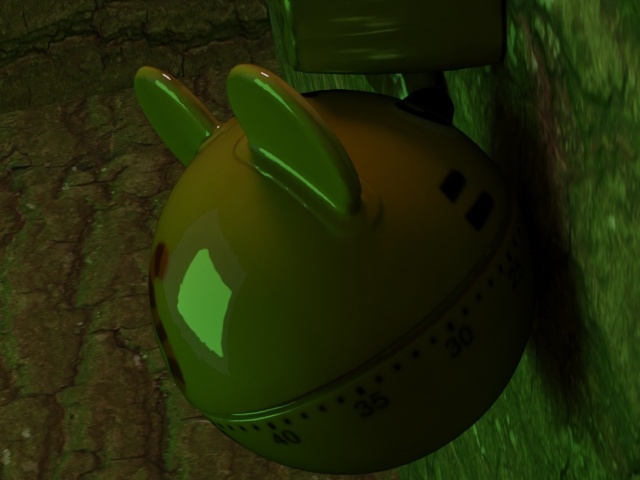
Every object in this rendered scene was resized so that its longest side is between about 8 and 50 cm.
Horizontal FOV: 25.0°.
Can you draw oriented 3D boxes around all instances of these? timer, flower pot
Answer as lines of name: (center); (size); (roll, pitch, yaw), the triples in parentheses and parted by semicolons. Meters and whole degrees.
timer: (0.000, 0.000, 1.244); (0.387, 0.376, 0.376); (56, -177, -18)
flower pot: (0.048, -0.225, 1.231); (0.195, 0.179, 0.195); (166, 90, -85)

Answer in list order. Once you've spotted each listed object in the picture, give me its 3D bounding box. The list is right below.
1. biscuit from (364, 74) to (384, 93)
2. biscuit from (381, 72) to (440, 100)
biscuit: (0.077, -0.259, 1.747); (0.170, 0.050, 0.170); (163, 90, -80)
biscuit: (0.113, -0.073, 1.637); (0.290, 0.062, 0.237); (89, 169, -72)
